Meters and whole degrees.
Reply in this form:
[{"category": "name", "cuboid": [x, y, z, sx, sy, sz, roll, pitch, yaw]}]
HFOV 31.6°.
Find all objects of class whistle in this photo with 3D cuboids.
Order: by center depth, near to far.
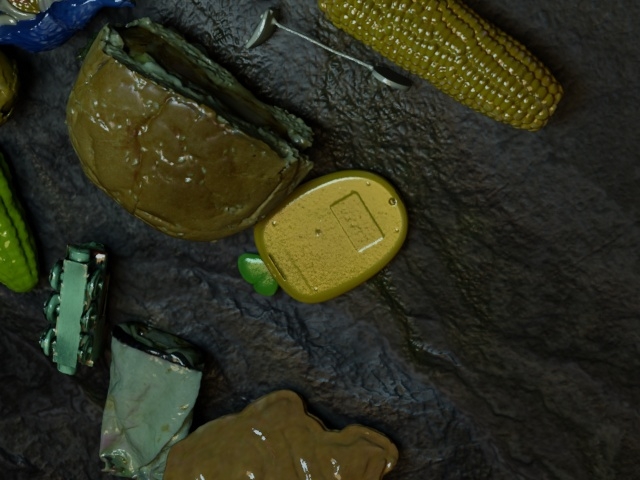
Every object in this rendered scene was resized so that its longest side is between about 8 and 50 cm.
[{"category": "whistle", "cuboid": [-0.175, -0.236, 1.371, 0.100, 0.035, 0.035, 32, 113, 4]}]

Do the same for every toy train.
[{"category": "toy train", "cuboid": [-0.313, 0.082, 1.475, 0.074, 0.118, 0.176, 12, 107, 5]}]

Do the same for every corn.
[{"category": "corn", "cuboid": [0.129, -0.223, 1.258, 0.305, 0.106, 0.106, 35, 113, -1]}]

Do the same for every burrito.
[{"category": "burrito", "cuboid": [-0.225, 0.232, 1.515, 0.144, 0.089, 0.229, 20, 112, 22]}]

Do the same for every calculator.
[{"category": "calculator", "cuboid": [0.000, 0.000, 1.405, 0.235, 0.032, 0.146, -30, 98, 20]}]

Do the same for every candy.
[{"category": "candy", "cuboid": [-0.426, -0.025, 1.478, 0.096, 0.097, 0.210, -17, 107, 19]}]

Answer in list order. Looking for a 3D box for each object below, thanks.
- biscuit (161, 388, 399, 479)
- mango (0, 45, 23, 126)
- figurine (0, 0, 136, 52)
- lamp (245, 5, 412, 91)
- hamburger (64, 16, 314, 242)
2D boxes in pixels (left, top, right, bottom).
[{"category": "biscuit", "cuboid": [-0.070, 0.338, 1.421, 0.376, 0.051, 0.269, -25, 72, -14]}, {"category": "mango", "cuboid": [-0.484, -0.220, 1.398, 0.248, 0.156, 0.151, 24, 77, 8]}, {"category": "figurine", "cuboid": [-0.306, -0.296, 1.342, 0.262, 0.164, 0.121, -7, 149, 12]}, {"category": "lamp", "cuboid": [0.011, -0.209, 1.324, 0.198, 0.050, 0.056, 27, 110, 7]}, {"category": "hamburger", "cuboid": [-0.174, -0.115, 1.344, 0.308, 0.132, 0.211, 32, 124, -4]}]
